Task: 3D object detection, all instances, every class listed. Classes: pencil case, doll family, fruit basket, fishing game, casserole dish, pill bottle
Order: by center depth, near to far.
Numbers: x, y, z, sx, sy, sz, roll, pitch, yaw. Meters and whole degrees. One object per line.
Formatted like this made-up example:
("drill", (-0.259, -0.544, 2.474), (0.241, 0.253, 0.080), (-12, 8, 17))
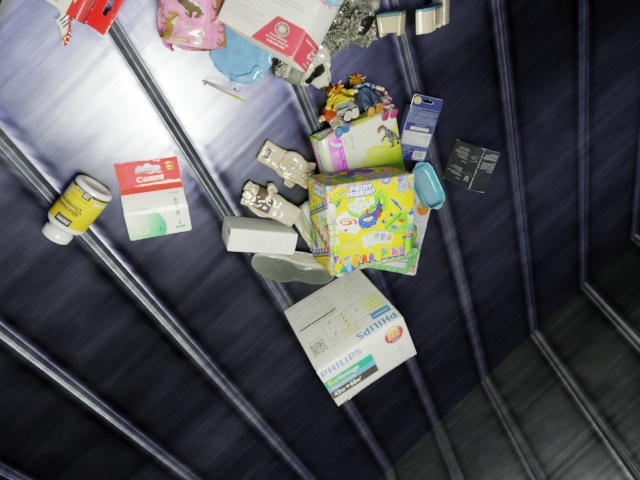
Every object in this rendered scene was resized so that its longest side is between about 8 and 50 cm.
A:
("pencil case", (-0.306, -0.650, 0.965), (0.160, 0.167, 0.387), (-32, 134, -51))
("fishing game", (-0.210, -0.522, 1.117), (0.188, 0.041, 0.264), (21, 109, 2))
("pill bottle", (-0.671, -0.081, 1.127), (0.184, 0.103, 0.103), (-49, 125, 5))
("doll family", (0.111, -0.443, 1.275), (0.262, 0.163, 0.119), (-20, 145, -11))
("casserole dish", (0.395, -0.202, 1.537), (0.114, 0.037, 0.189), (-28, 93, -30))
("fruit basket", (0.264, -0.059, 1.541), (0.326, 0.165, 0.354), (12, 101, -20))

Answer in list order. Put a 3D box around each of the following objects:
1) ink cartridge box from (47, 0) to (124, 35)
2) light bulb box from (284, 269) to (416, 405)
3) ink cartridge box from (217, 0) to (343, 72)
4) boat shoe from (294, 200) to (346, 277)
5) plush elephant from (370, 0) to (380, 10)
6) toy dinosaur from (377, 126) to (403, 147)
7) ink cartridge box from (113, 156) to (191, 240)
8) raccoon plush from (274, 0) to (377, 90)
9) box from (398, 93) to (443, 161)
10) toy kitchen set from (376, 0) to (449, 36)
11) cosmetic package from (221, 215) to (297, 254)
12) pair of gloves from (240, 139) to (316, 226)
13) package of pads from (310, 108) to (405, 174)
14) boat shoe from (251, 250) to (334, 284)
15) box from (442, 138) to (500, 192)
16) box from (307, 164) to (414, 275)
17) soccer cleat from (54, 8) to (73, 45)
("ink cartridge box", (-0.566, -0.585, 0.906), (0.230, 0.078, 0.134), (31, 100, -25))
("light bulb box", (0.104, 0.347, 1.562), (0.357, 0.361, 0.226), (-31, 124, -7))
("ink cartridge box", (-0.067, -0.601, 0.975), (0.226, 0.131, 0.307), (33, 102, 11))
("boat shoe", (0.000, 0.000, 1.461), (0.094, 0.109, 0.303), (-20, 105, 29))
("plush elephant", (0.232, -0.809, 1.071), (0.271, 0.255, 0.330), (-25, 124, -11))
("toy dinosaur", (0.221, -0.341, 1.338), (0.082, 0.047, 0.090), (54, 45, -20))
("ink cartridge box", (-0.493, -0.123, 1.221), (0.180, 0.056, 0.225), (-12, 122, -20))
("raccoon plush", (-0.045, -0.647, 1.125), (0.298, 0.216, 0.447), (-22, 93, 4))
("box", (0.348, -0.402, 1.476), (0.136, 0.036, 0.226), (2, 116, -26))
("toy kitchen set", (0.288, -0.716, 1.268), (0.207, 0.165, 0.122), (-46, 137, -44))
("cosmetic package", (-0.204, -0.017, 1.374), (0.230, 0.117, 0.086), (3, 113, -26))
("pair of gloves", (-0.139, -0.183, 1.353), (0.204, 0.042, 0.240), (20, 100, -21))
("package of pads", (0.128, -0.298, 1.383), (0.296, 0.101, 0.230), (-25, 121, -15))
("boat shoe", (-0.098, 0.081, 1.498), (0.319, 0.103, 0.118), (10, 131, -23))
("box", (0.573, -0.286, 1.572), (0.093, 0.156, 0.159), (4, 114, -28))
("box", (0.129, -0.073, 1.304), (0.289, 0.177, 0.280), (-10, 112, -18))
("soccer cleat", (-0.612, -0.508, 0.976), (0.035, 0.029, 0.084), (12, 107, -21))
